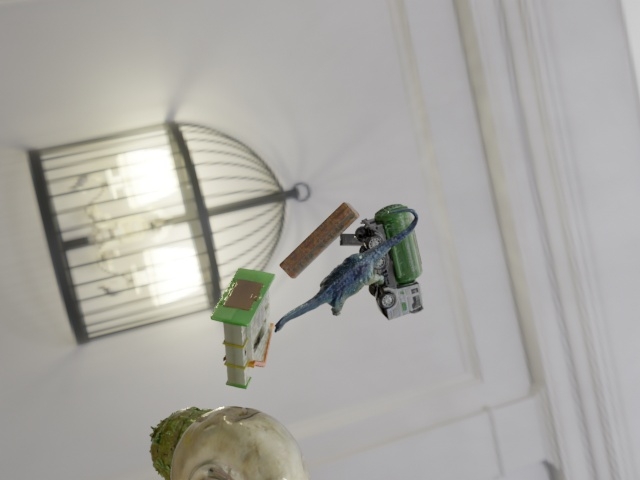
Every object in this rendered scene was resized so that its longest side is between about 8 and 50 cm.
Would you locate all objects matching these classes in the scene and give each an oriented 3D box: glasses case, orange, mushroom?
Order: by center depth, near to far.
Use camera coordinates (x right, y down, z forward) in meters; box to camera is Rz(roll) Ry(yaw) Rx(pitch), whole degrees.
[{"bbox_3d":[-0.175,0.524,1.660,0.315,0.315,0.356,122,-13,-69],"label":"mushroom"},{"bbox_3d":[0.000,0.000,1.954,0.049,0.218,0.075,47,8,7],"label":"glasses case"},{"bbox_3d":[-0.276,0.538,2.028,0.301,0.300,0.223,63,33,-61],"label":"orange"}]

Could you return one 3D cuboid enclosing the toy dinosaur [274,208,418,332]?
[{"bbox_3d":[0.060,0.075,1.637,0.076,0.363,0.147,51,0,17],"label":"toy dinosaur"}]

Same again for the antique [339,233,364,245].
[{"bbox_3d":[0.139,0.000,2.042,0.015,0.192,0.031,144,-55,-66],"label":"antique"}]

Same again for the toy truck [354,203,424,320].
[{"bbox_3d":[0.158,0.044,1.787,0.101,0.125,0.242,-134,-151,-71],"label":"toy truck"}]

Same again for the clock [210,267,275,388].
[{"bbox_3d":[-0.203,0.243,2.201,0.219,0.106,0.255,-64,160,-53],"label":"clock"}]
